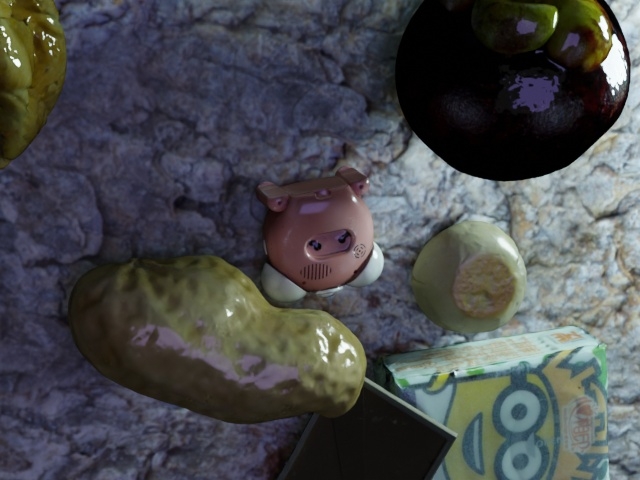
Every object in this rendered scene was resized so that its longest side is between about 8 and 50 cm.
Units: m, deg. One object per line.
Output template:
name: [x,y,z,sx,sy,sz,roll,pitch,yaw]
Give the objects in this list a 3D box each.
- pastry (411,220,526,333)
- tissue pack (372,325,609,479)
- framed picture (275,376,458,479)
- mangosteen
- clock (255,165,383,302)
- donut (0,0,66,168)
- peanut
pastry: [0.202,0.052,2.064,0.156,0.092,0.156,-2,101,-10]
tissue pack: [0.237,0.255,2.105,0.311,0.128,0.228,-9,106,-15]
framed picture: [0.049,0.306,2.034,0.184,0.016,0.250,31,113,10]
mangosteen: [0.223,-0.224,1.887,0.297,0.297,0.313,-47,125,-1]
clock: [0.000,0.000,1.987,0.166,0.093,0.162,-12,110,-15]
donut: [-0.436,-0.221,1.654,0.360,0.360,0.170,49,51,-22]
peanut: [-0.126,0.125,1.923,0.387,0.169,0.192,19,77,-12]
